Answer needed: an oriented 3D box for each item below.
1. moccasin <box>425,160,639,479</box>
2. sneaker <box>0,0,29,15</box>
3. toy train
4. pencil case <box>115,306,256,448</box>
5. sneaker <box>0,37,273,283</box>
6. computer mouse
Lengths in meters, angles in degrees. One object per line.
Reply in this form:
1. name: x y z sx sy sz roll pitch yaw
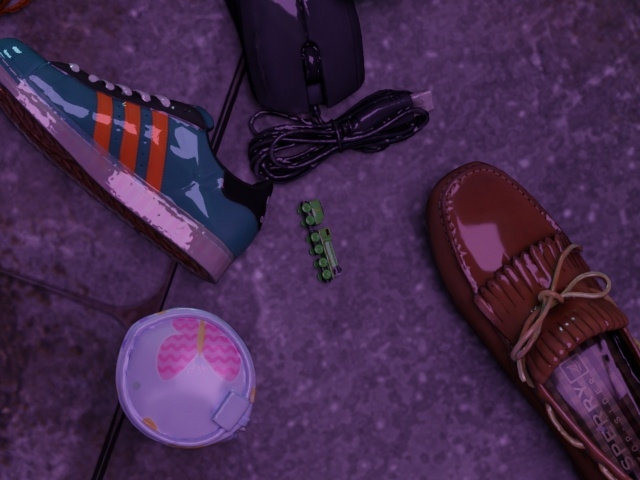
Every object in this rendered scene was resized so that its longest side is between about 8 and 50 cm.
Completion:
1. moccasin: 0.228 0.094 1.706 0.139 0.147 0.380 -27 90 -14
2. sneaker: -0.351 -0.231 1.652 0.121 0.099 0.262 44 70 4
3. toy train: 0.000 0.000 1.734 0.024 0.017 0.083 -16 87 -24
4. pencil case: -0.116 0.126 1.568 0.113 0.273 0.124 -39 86 -7
5. sneaker: -0.176 -0.098 1.666 0.302 0.108 0.121 41 76 -14
6. computer mouse: -0.012 -0.206 1.726 0.188 0.072 0.272 -19 88 -13
